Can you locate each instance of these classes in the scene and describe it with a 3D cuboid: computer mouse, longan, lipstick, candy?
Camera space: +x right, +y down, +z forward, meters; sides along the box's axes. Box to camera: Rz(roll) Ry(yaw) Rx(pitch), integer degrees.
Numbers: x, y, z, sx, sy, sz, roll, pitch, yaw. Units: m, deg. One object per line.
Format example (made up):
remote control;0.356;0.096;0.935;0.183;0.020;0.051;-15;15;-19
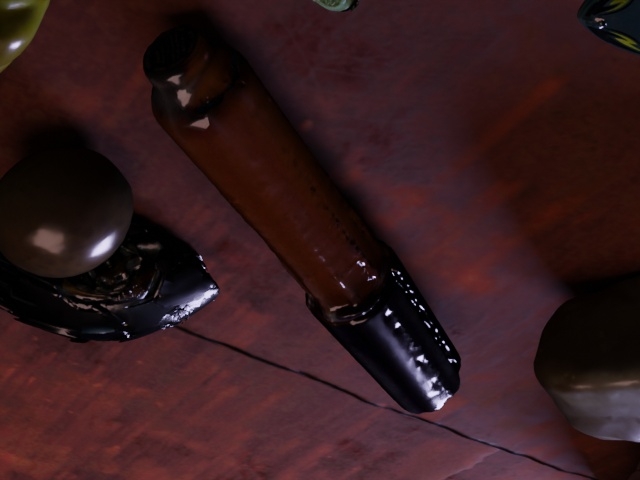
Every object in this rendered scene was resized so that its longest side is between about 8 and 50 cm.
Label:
computer mouse;-0.199;0.034;1.111;0.242;0.077;0.146;7;147;7
longan;-0.182;-0.020;1.003;0.113;0.092;0.113;-30;169;-7
lipstick;0.000;0.000;0.989;0.077;0.077;0.418;-6;144;27
candy;0.275;0.079;1.005;0.234;0.102;0.104;-8;144;31

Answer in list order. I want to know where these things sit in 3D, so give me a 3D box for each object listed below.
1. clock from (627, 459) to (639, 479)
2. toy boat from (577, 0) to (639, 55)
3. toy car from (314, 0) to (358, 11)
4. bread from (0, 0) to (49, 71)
clock;0.396;0.257;1.257;0.265;0.108;0.324;6;148;11
toy boat;0.251;-0.114;0.696;0.246;0.103;0.093;3;149;19
toy car;0.030;-0.177;0.690;0.054;0.073;0.143;33;147;-6
bread;-0.283;-0.116;0.847;0.166;0.112;0.383;50;136;-5
